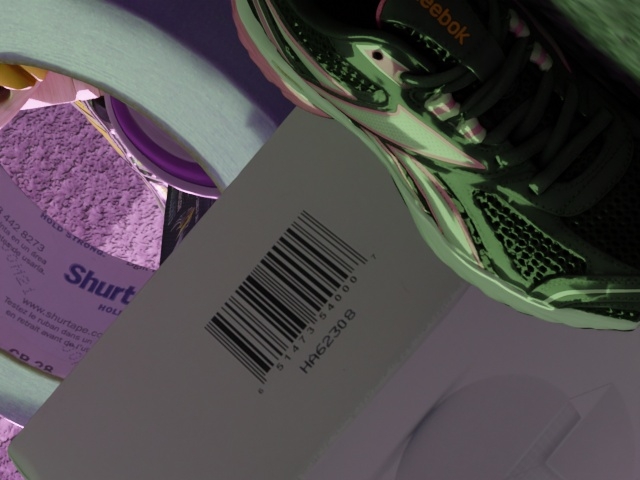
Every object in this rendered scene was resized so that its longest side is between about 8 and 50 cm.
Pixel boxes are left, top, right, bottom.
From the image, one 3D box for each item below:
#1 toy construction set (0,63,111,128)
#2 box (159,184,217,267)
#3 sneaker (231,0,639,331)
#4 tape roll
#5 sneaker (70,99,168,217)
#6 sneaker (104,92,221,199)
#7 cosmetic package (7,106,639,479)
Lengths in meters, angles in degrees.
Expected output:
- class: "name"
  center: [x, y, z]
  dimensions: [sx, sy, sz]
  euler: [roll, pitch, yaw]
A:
- class: "toy construction set"
  center: [-0.169, -0.137, 1.056]
  dimensions: [0.237, 0.257, 0.309]
  euler: [-2, -160, 0]
- class: "box"
  center: [0.000, 0.000, 1.104]
  dimensions: [0.183, 0.059, 0.232]
  euler: [30, -160, -16]
- class: "sneaker"
  center: [0.037, -0.043, 0.532]
  dimensions: [0.178, 0.072, 0.077]
  euler: [34, 166, 18]
- class: "tape roll"
  center: [-0.099, -0.027, 0.846]
  dimensions: [0.275, 0.090, 0.275]
  euler: [14, 134, 15]
- class: "sneaker"
  center: [-0.080, -0.075, 1.293]
  dimensions: [0.385, 0.145, 0.147]
  euler: [39, 179, -4]
- class: "sneaker"
  center: [0.038, -0.025, 0.967]
  dimensions: [0.305, 0.114, 0.152]
  euler: [40, -162, 13]
- class: "cosmetic package"
  center: [0.046, 0.075, 0.731]
  dimensions: [0.225, 0.224, 0.138]
  euler: [42, 178, -41]
